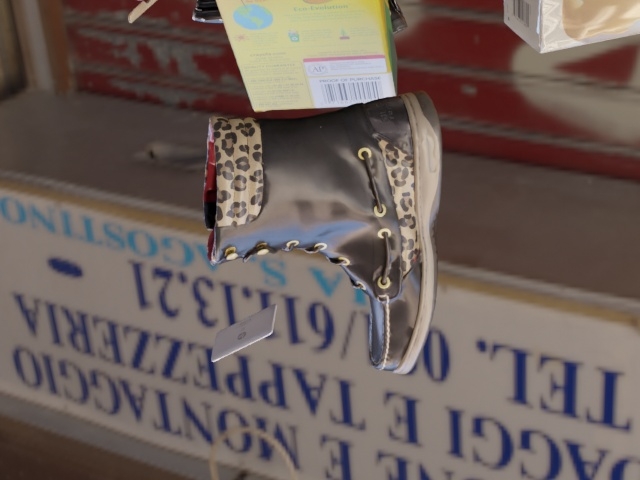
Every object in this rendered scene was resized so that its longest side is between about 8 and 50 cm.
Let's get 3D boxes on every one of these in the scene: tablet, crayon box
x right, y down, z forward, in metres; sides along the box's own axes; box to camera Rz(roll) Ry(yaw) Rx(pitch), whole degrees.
[{"bbox_3d":[-0.086,0.103,1.447,0.083,0.006,0.054,-28,-152,22],"label":"tablet"},{"bbox_3d":[-0.015,-0.287,1.640,0.202,0.318,0.081,-2,-118,8],"label":"crayon box"}]

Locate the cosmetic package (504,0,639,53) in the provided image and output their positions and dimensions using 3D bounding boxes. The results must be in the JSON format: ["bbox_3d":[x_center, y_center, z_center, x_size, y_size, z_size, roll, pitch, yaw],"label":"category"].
[{"bbox_3d":[0.181,-0.158,0.829,0.115,0.041,0.060,-14,-147,-13],"label":"cosmetic package"}]

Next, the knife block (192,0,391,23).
[{"bbox_3d":[-0.062,-0.371,1.956,0.242,0.088,0.275,-35,-125,-7],"label":"knife block"}]

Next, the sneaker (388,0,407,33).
[{"bbox_3d":[0.105,-0.378,2.111,0.051,0.089,0.170,-28,-173,1],"label":"sneaker"}]

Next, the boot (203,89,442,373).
[{"bbox_3d":[0.000,0.000,1.612,0.284,0.377,0.138,-3,-152,-12],"label":"boot"}]

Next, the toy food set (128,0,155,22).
[{"bbox_3d":[-0.178,-0.282,1.300,0.019,0.122,0.078,19,-132,22],"label":"toy food set"}]
